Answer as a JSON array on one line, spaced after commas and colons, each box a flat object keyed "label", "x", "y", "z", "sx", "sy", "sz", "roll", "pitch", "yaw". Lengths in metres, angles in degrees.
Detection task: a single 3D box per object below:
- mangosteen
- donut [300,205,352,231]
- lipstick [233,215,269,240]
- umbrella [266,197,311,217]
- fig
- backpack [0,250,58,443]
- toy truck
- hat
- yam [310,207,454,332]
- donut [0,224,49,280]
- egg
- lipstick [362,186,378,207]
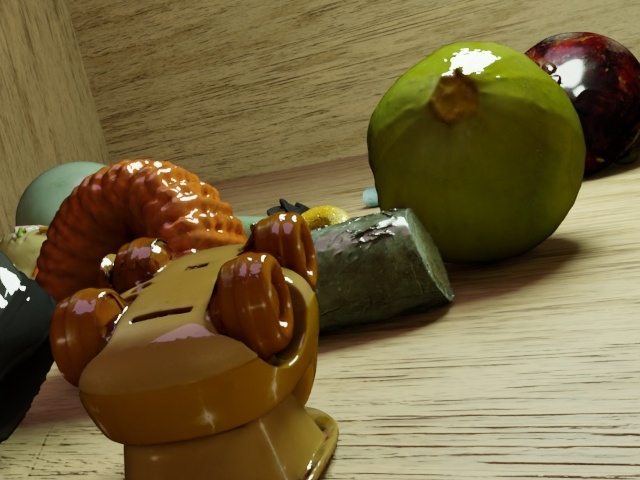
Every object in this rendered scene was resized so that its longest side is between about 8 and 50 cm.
[{"label": "mangosteen", "x": 0.543, "y": -0.270, "z": 1.856, "sx": 0.306, "sy": 0.306, "sz": 0.359, "roll": -5, "pitch": -19, "yaw": 41}, {"label": "donut", "x": 0.000, "y": 0.000, "z": 1.496, "sx": 0.151, "sy": 0.058, "sz": 0.152, "roll": -22, "pitch": 38, "yaw": 18}, {"label": "lipstick", "x": -0.145, "y": -0.018, "z": 1.935, "sx": 0.076, "sy": 0.076, "sz": 0.304, "roll": -19, "pitch": 11, "yaw": -29}, {"label": "umbrella", "x": 0.009, "y": -0.005, "z": 1.622, "sx": 0.118, "sy": 0.118, "sz": 0.340, "roll": -20, "pitch": 20, "yaw": -33}, {"label": "fig", "x": 0.216, "y": -0.129, "z": 1.280, "sx": 0.343, "sy": 0.343, "sz": 0.343, "roll": -13, "pitch": 10, "yaw": 2}, {"label": "backpack", "x": -0.461, "y": 0.159, "z": 0.875, "sx": 0.363, "sy": 0.255, "sz": 0.446, "roll": -7, "pitch": 25, "yaw": 37}, {"label": "toy truck", "x": -0.099, "y": 0.106, "z": 0.773, "sx": 0.204, "sy": 0.212, "sz": 0.288, "roll": -11, "pitch": 14, "yaw": 10}, {"label": "hat", "x": -0.183, "y": 0.046, "z": 1.259, "sx": 0.285, "sy": 0.285, "sz": 0.400, "roll": -8, "pitch": -8, "yaw": 29}, {"label": "yam", "x": 0.042, "y": 0.042, "z": 1.146, "sx": 0.254, "sy": 0.154, "sz": 0.154, "roll": -12, "pitch": 10, "yaw": 1}, {"label": "donut", "x": -0.460, "y": 0.042, "z": 1.671, "sx": 0.307, "sy": 0.150, "sz": 0.371, "roll": -3, "pitch": 1, "yaw": -41}, {"label": "egg", "x": -0.546, "y": -0.043, "z": 2.028, "sx": 0.276, "sy": 0.276, "sz": 0.389, "roll": -21, "pitch": 10, "yaw": -36}, {"label": "lipstick", "x": 0.178, "y": -0.109, "z": 2.077, "sx": 0.157, "sy": 0.048, "sz": 0.048, "roll": -7, "pitch": 12, "yaw": 34}]
